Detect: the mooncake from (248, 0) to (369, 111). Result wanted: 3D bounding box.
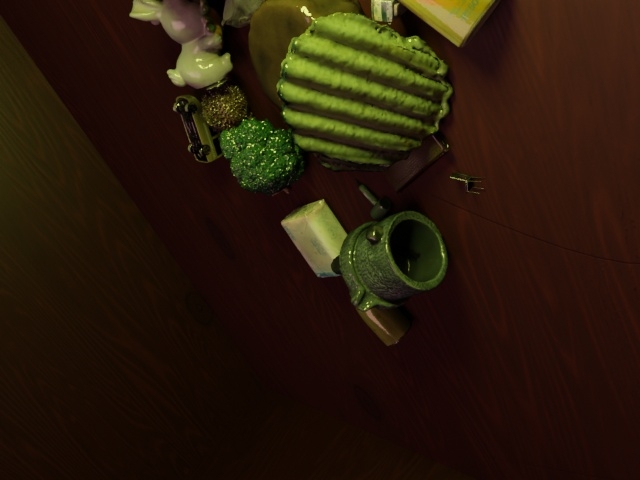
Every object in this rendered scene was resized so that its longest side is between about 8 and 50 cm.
[{"bbox_3d":[-0.015,-0.460,1.303,0.323,0.187,0.324,30,144,25],"label":"mooncake"}]

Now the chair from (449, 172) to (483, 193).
[{"bbox_3d":[0.375,-0.146,1.339,0.086,0.037,0.042,18,129,33],"label":"chair"}]

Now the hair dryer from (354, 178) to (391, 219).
[{"bbox_3d":[0.156,-0.138,1.632,0.150,0.047,0.071,52,150,12],"label":"hair dryer"}]

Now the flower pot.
[{"bbox_3d":[0.193,0.075,1.573,0.299,0.299,0.282,51,146,-9],"label":"flower pot"}]

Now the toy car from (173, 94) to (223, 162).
[{"bbox_3d":[-0.444,-0.424,1.949,0.101,0.124,0.257,15,129,42],"label":"toy car"}]

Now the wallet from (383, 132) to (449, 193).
[{"bbox_3d":[0.237,-0.233,1.409,0.133,0.039,0.243,51,151,4],"label":"wallet"}]

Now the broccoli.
[{"bbox_3d":[-0.180,-0.282,1.708,0.294,0.265,0.245,25,-153,-48],"label":"broccoli"}]

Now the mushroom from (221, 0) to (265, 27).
[{"bbox_3d":[-0.158,-0.659,1.321,0.109,0.097,0.351,28,153,-22],"label":"mushroom"}]

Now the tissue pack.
[{"bbox_3d":[0.001,0.000,1.900,0.201,0.124,0.271,-13,116,52],"label":"tissue pack"}]

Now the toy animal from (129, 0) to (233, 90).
[{"bbox_3d":[-0.398,-0.617,1.579,0.247,0.183,0.310,-16,123,20],"label":"toy animal"}]

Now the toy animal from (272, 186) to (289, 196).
[{"bbox_3d":[-0.184,-0.221,1.918,0.150,0.089,0.083,26,167,25],"label":"toy animal"}]

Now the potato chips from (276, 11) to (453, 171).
[{"bbox_3d":[0.095,-0.310,1.194,0.359,0.428,0.070,-63,31,32],"label":"potato chips"}]

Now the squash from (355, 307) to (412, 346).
[{"bbox_3d":[0.212,0.262,1.941,0.247,0.132,0.132,46,150,-1],"label":"squash"}]

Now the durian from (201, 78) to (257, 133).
[{"bbox_3d":[-0.299,-0.433,1.736,0.196,0.167,0.196,24,174,2],"label":"durian"}]

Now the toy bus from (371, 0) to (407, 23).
[{"bbox_3d":[0.156,-0.506,1.115,0.058,0.102,0.052,23,143,29],"label":"toy bus"}]

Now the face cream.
[{"bbox_3d":[0.212,-0.522,1.030,0.285,0.067,0.139,41,115,9],"label":"face cream"}]
